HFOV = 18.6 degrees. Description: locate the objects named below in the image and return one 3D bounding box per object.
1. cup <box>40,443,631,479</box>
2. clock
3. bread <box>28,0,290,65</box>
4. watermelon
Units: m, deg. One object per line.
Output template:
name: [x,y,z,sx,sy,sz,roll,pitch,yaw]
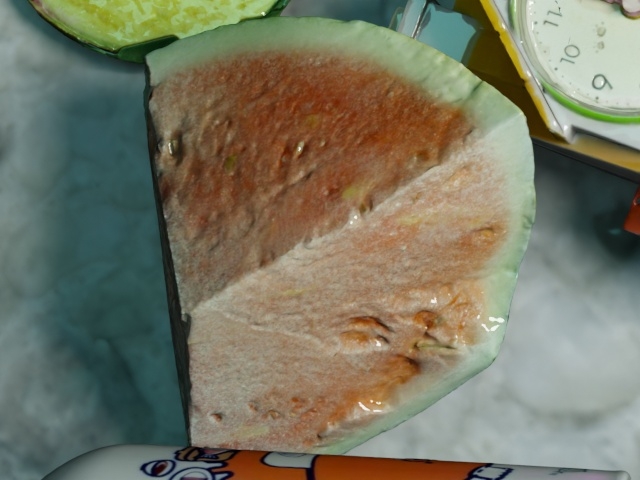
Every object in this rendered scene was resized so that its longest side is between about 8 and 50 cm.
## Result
cup: [-0.005,0.215,1.006,0.317,0.212,0.212,2,79,12]
clock: [0.196,-0.116,1.047,0.309,0.166,0.235,21,92,15]
bread: [-0.092,-0.217,1.205,0.228,0.033,0.228,-2,79,12]
watermelon: [0.000,0.000,1.058,0.260,0.176,0.256,-22,99,9]
